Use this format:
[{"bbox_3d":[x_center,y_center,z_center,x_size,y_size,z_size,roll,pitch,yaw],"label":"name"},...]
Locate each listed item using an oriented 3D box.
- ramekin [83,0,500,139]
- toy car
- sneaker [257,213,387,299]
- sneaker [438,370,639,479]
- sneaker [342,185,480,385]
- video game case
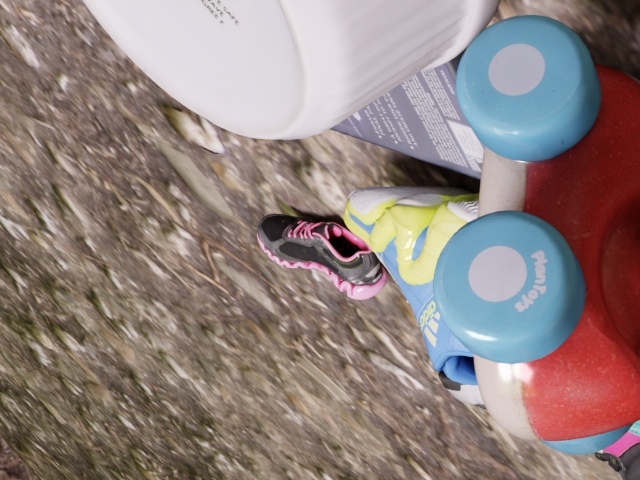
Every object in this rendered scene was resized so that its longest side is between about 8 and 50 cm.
[{"bbox_3d":[-0.042,-0.176,1.068,0.273,0.127,0.273,38,155,21],"label":"ramekin"},{"bbox_3d":[0.205,0.005,1.032,0.238,0.210,0.219,1,159,19],"label":"toy car"},{"bbox_3d":[0.000,0.000,1.547,0.119,0.047,0.057,23,148,25],"label":"sneaker"},{"bbox_3d":[0.207,0.123,1.309,0.178,0.124,0.295,55,157,-10],"label":"sneaker"},{"bbox_3d":[0.074,0.028,1.286,0.240,0.091,0.126,-168,78,-75],"label":"sneaker"},{"bbox_3d":[0.000,-0.137,1.275,0.274,0.026,0.196,23,153,45],"label":"video game case"}]
